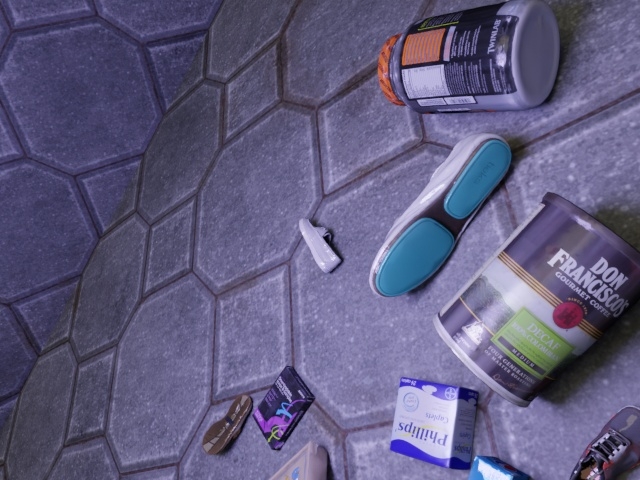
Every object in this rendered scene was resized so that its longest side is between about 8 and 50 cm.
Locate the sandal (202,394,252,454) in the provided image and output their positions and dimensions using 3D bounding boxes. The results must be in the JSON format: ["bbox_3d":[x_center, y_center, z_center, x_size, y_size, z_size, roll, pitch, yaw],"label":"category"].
[{"bbox_3d":[-0.234,0.485,1.279,0.180,0.049,0.072,-50,48,-7],"label":"sandal"}]

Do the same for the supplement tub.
[{"bbox_3d":[0.300,-0.376,1.039,0.338,0.207,0.207,14,82,47],"label":"supplement tub"}]

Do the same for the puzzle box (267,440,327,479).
[{"bbox_3d":[-0.135,0.633,1.001,0.409,0.052,0.272,-48,11,16],"label":"puzzle box"}]

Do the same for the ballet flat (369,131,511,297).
[{"bbox_3d":[0.236,-0.054,1.026,0.400,0.139,0.139,-53,43,6],"label":"ballet flat"}]

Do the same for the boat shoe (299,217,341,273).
[{"bbox_3d":[0.000,0.000,1.266,0.063,0.066,0.184,-35,46,10],"label":"boat shoe"}]

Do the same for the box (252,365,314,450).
[{"bbox_3d":[-0.092,0.403,1.185,0.162,0.029,0.116,-56,43,7],"label":"box"}]

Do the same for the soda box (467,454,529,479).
[{"bbox_3d":[0.258,0.459,0.778,0.067,0.071,0.210,15,82,47],"label":"soda box"}]

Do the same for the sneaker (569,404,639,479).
[{"bbox_3d":[0.415,0.306,0.700,0.061,0.065,0.158,36,98,47],"label":"sneaker"}]

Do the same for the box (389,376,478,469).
[{"bbox_3d":[0.206,0.329,0.892,0.126,0.072,0.137,-4,69,44],"label":"box"}]

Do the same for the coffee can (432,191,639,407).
[{"bbox_3d":[0.344,0.092,0.774,0.275,0.201,0.201,-51,44,15],"label":"coffee can"}]
